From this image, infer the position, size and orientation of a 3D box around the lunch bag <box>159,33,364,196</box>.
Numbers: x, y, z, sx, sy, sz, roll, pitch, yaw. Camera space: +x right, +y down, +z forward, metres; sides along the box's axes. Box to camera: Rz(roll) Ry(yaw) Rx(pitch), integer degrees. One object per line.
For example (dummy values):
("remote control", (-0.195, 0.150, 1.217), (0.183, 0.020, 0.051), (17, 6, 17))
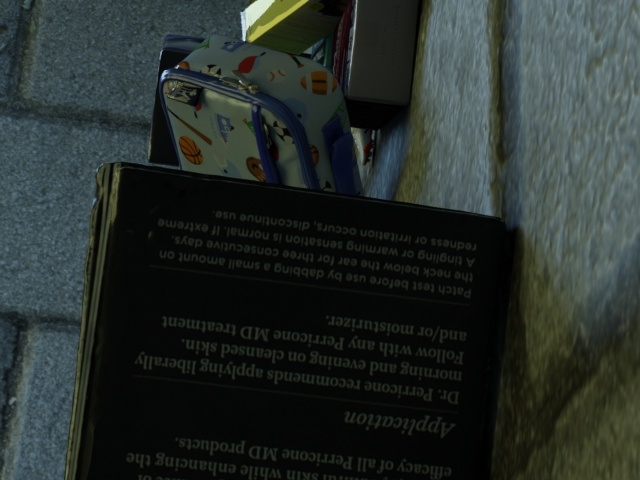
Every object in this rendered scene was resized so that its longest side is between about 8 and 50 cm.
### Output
("lunch bag", (-0.057, -0.089, 1.658), (0.115, 0.243, 0.303), (-42, -44, -29))

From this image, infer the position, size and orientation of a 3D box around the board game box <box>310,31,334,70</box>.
("board game box", (0.044, -0.349, 1.953), (0.254, 0.079, 0.336), (-179, 96, -85))

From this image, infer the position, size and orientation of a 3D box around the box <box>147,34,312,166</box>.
("box", (-0.108, -0.207, 2.224), (0.294, 0.296, 0.182), (-111, 29, -76))

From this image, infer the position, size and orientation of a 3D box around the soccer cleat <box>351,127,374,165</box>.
("soccer cleat", (0.051, -0.134, 1.824), (0.029, 0.036, 0.083), (112, 165, -68))

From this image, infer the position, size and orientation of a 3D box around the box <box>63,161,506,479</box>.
("box", (-0.061, 0.209, 1.183), (0.480, 0.298, 0.471), (152, 127, -83))

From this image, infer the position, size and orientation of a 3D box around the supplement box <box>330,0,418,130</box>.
("supplement box", (0.057, -0.208, 1.673), (0.239, 0.073, 0.130), (147, 129, -84))

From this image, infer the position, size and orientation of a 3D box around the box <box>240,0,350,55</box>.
("box", (-0.001, -0.301, 1.774), (0.232, 0.087, 0.058), (-27, 63, 49))

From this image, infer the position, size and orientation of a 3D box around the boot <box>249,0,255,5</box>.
("boot", (-0.028, -0.337, 2.229), (0.213, 0.165, 0.077), (-152, 67, -77))
